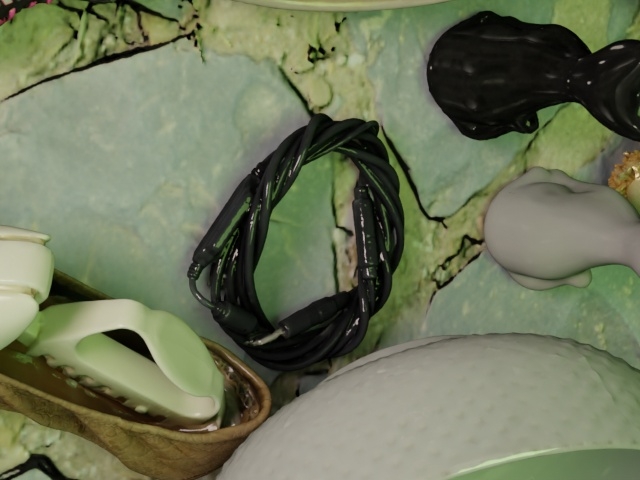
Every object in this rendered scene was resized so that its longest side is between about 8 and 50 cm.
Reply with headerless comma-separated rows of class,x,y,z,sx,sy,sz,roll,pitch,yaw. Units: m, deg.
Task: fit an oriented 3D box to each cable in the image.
cable,0.000,0.000,1.155,0.150,0.047,0.184,40,77,-31

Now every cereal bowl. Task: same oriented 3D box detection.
cereal bowl,0.072,0.163,1.091,0.339,0.141,0.339,-14,147,-9

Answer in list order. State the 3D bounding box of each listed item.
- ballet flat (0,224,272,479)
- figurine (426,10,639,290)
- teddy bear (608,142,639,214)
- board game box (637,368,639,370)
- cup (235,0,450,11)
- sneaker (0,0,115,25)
ballet flat,-0.165,0.056,1.008,0.342,0.124,0.116,31,51,-32
figurine,0.189,-0.051,1.166,0.092,0.209,0.214,-32,114,-23
teddy bear,0.342,-0.138,1.322,0.245,0.113,0.338,8,102,-25
board game box,0.207,0.109,1.256,0.186,0.126,0.026,10,91,-32
cup,0.030,-0.313,0.992,0.331,0.331,0.236,7,68,-33
sneaker,-0.200,-0.146,0.997,0.170,0.063,0.074,1,98,-27
